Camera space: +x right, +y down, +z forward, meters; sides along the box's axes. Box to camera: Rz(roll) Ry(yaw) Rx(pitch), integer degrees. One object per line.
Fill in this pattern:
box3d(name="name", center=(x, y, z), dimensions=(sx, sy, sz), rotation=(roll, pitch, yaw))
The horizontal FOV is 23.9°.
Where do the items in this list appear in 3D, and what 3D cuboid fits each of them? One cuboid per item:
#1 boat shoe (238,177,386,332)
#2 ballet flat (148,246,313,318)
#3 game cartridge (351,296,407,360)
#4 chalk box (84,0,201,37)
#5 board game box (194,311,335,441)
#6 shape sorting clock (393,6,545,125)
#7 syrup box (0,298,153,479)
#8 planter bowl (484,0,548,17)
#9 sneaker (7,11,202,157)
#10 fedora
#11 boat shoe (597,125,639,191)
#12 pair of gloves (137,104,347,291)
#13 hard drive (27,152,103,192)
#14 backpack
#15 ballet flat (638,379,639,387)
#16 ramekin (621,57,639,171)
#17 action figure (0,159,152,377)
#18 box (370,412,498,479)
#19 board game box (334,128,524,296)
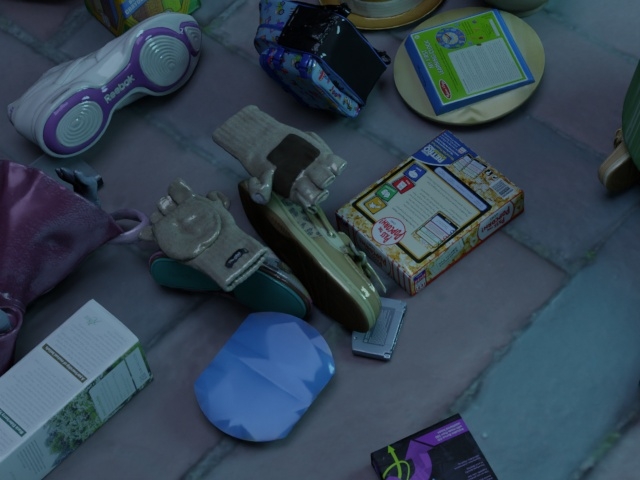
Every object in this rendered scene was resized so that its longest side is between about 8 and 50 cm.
box3d(name="boat shoe", center=(0.000, 0.000, 1.876), dimensions=(0.089, 0.104, 0.285), rotation=(-28, 52, -17))
box3d(name="ballet flat", center=(-0.104, 0.038, 1.890), dimensions=(0.222, 0.077, 0.079), rotation=(12, 37, 17))
box3d(name="game cartridge", center=(0.069, 0.106, 1.844), dimensions=(0.056, 0.017, 0.083), rotation=(13, 56, 12))
box3d(name="chalk box", center=(-0.271, -0.405, 2.144), dimensions=(0.132, 0.213, 0.132), rotation=(-37, 57, -18))
box3d(name="board game box", center=(-0.063, 0.168, 1.808), dimensions=(0.133, 0.033, 0.168), rotation=(30, 68, 21))
box3d(name="shape sorting clock", center=(0.202, -0.237, 2.061), dimensions=(0.206, 0.040, 0.206), rotation=(-4, 54, 5))
box3d(name="syrup box", center=(-0.319, 0.191, 1.786), dimensions=(0.096, 0.093, 0.237), rotation=(37, 66, 29))
box3d(name="planter bowl", center=(0.275, -0.382, 2.114), dimensions=(0.162, 0.109, 0.162), rotation=(-4, 54, 6))
box3d(name="sneaker", center=(-0.299, -0.234, 2.084), dimensions=(0.305, 0.114, 0.152), rotation=(-37, 38, -28))
box3d(name="fedora", center=(0.088, -0.386, 2.163), dimensions=(0.194, 0.079, 0.194), rotation=(-3, 54, 5))
box3d(name="boat shoe", center=(0.405, -0.123, 1.940), dimensions=(0.170, 0.063, 0.059), rotation=(-35, 54, -28))
box3d(name="pair of gloves", center=(-0.094, -0.053, 1.864), dimensions=(0.204, 0.042, 0.240), rotation=(28, 68, 38))
box3d(name="hard drive", center=(-0.372, -0.065, 2.027), dimensions=(0.135, 0.022, 0.094), rotation=(-40, 59, -20))
box3d(name="backpack", center=(-0.019, -0.252, 2.038), dimensions=(0.173, 0.158, 0.117), rotation=(20, 77, 37))
box3d(name="ballet flat", center=(0.439, 0.098, 1.771), dimensions=(0.077, 0.077, 0.231), rotation=(26, 62, 0))
box3d(name="ramekin", center=(0.518, -0.160, 1.854), dimensions=(0.303, 0.148, 0.303), rotation=(6, 56, -8))
box3d(name="action figure", center=(-0.414, 0.082, 1.866), dimensions=(0.248, 0.276, 0.370), rotation=(-1, 68, 44))
box3d(name="box", center=(0.141, 0.283, 1.694), dimensions=(0.116, 0.029, 0.162), rotation=(-24, 56, -9))
box3d(name="board game box", center=(0.138, -0.038, 1.920), dimensions=(0.193, 0.045, 0.147), rotation=(-36, 57, -17))
